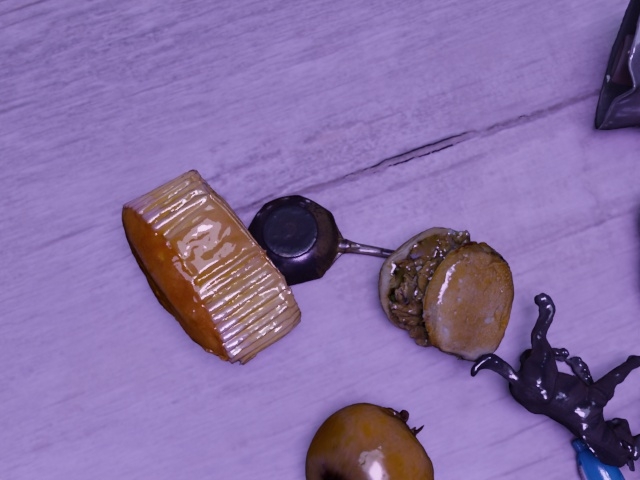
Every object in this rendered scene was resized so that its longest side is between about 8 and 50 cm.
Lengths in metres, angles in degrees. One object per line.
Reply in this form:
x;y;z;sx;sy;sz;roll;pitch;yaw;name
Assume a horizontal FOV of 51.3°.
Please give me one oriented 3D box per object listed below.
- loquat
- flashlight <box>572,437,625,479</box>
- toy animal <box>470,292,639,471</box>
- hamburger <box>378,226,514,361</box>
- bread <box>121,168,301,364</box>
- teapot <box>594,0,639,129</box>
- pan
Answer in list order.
0.057;0.264;0.773;0.163;0.137;0.163;-9;57;14;loquat
0.349;0.296;0.801;0.051;0.051;0.129;-22;67;-6;flashlight
0.299;0.174;0.795;0.232;0.084;0.148;32;49;-2;toy animal
0.163;0.064;0.839;0.185;0.131;0.159;22;89;-34;hamburger
-0.143;0.038;0.834;0.133;0.179;0.250;-35;83;-18;bread
0.569;-0.219;0.880;0.344;0.253;0.300;16;39;12;teapot
-0.003;-0.015;0.913;0.202;0.048;0.128;-14;71;-4;pan
